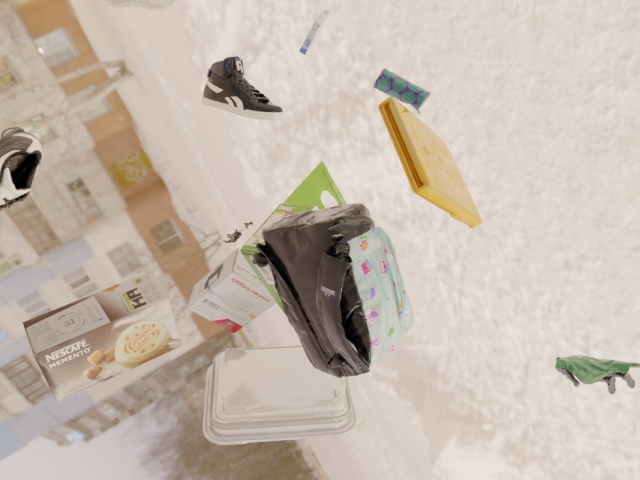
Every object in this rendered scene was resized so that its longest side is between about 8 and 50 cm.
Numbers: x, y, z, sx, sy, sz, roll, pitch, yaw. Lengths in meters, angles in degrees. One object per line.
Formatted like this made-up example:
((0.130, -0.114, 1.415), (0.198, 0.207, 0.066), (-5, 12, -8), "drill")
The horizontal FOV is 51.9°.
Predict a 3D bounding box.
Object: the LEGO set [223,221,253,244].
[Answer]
((-0.182, -0.013, 1.465), (0.054, 0.083, 0.023), (12, 131, 64), "LEGO set")

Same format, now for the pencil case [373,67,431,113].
((0.223, -0.414, 1.810), (0.152, 0.064, 0.070), (29, -172, 3), "pencil case")

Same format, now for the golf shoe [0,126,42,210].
((-0.473, -0.072, 0.943), (0.094, 0.198, 0.077), (30, 176, 42), "golf shoe")

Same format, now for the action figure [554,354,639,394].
((0.595, 0.290, 1.466), (0.232, 0.137, 0.063), (178, 82, -79), "action figure")

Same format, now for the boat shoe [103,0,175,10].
((-0.199, -0.272, 0.688), (0.038, 0.046, 0.125), (50, -151, 8), "boat shoe")

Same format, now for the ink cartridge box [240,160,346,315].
((0.000, 0.000, 1.218), (0.097, 0.255, 0.189), (8, 139, 45), "ink cartridge box")

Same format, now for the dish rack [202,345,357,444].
((-0.094, 0.323, 1.477), (0.285, 0.333, 0.072), (-103, 12, -62), "dish rack")

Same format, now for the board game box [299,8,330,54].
((-0.014, -0.513, 1.616), (0.020, 0.090, 0.090), (31, 130, -6), "board game box")

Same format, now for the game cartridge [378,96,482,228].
((0.288, -0.193, 1.699), (0.324, 0.053, 0.285), (25, -140, -51), "game cartridge")

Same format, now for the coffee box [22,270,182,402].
((-0.401, 0.176, 1.227), (0.098, 0.246, 0.141), (45, 148, 43), "coffee box")

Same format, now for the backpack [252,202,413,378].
((0.025, 0.055, 0.714), (0.152, 0.115, 0.182), (-5, 109, 52), "backpack")

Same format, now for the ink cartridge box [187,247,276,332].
((-0.181, 0.111, 1.417), (0.127, 0.175, 0.072), (34, -140, -24), "ink cartridge box")

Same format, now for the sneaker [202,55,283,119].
((-0.172, -0.341, 1.454), (0.217, 0.079, 0.121), (19, 110, 27), "sneaker")
